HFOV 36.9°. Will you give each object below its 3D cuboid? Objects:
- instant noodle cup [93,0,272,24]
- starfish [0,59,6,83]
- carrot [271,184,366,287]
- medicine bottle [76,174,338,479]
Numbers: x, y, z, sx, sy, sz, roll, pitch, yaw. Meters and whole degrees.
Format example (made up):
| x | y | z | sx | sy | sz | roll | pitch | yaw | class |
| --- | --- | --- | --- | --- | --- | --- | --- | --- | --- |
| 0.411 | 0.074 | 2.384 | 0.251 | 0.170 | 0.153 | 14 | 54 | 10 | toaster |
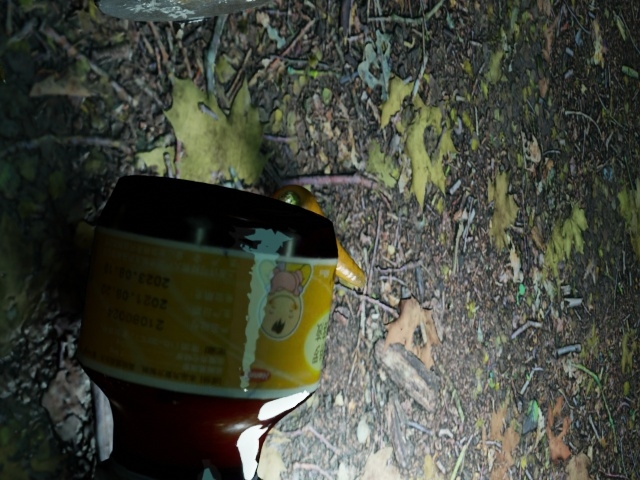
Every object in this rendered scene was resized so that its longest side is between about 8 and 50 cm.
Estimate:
| x | y | z | sx | sy | sz | roll | pitch | yaw | class |
| --- | --- | --- | --- | --- | --- | --- | --- | --- | --- |
| -0.133 | -0.343 | 0.952 | 0.217 | 0.217 | 0.207 | -11 | 92 | -53 | instant noodle cup |
| -0.308 | -0.182 | 0.861 | 0.086 | 0.016 | 0.092 | 46 | 51 | -45 | starfish |
| 0.000 | 0.000 | 1.243 | 0.256 | 0.061 | 0.061 | 48 | 52 | -54 | carrot |
| -0.120 | 0.147 | 0.935 | 0.242 | 0.242 | 0.395 | -1 | 102 | -53 | medicine bottle |
